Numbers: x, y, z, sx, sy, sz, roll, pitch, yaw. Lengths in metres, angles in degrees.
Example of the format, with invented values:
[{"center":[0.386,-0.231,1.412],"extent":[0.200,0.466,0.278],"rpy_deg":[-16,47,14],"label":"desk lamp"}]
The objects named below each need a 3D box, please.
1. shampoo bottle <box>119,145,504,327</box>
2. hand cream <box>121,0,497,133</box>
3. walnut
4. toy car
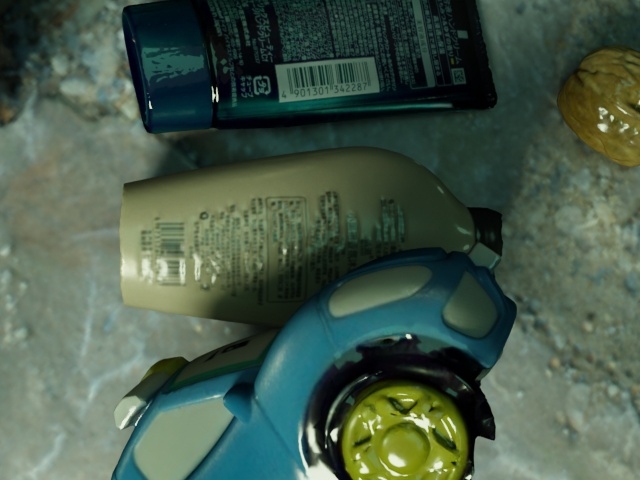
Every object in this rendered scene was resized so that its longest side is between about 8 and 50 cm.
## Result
[{"center":[0.000,0.000,0.500],"extent":[0.257,0.078,0.127],"rpy_deg":[0,93,-10],"label":"shampoo bottle"},{"center":[0.002,-0.137,0.532],"extent":[0.271,0.061,0.120],"rpy_deg":[-11,87,-17],"label":"hand cream"},{"center":[0.230,-0.102,0.562],"extent":[0.096,0.082,0.079],"rpy_deg":[34,110,-1],"label":"walnut"},{"center":[-0.024,0.116,0.407],"extent":[0.166,0.198,0.314],"rpy_deg":[36,97,7],"label":"toy car"}]
